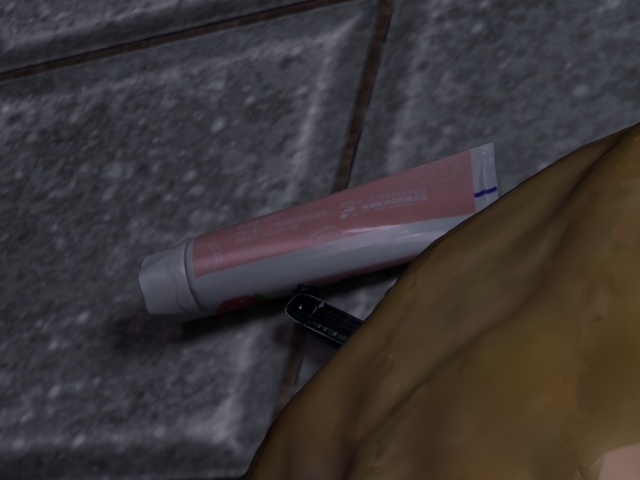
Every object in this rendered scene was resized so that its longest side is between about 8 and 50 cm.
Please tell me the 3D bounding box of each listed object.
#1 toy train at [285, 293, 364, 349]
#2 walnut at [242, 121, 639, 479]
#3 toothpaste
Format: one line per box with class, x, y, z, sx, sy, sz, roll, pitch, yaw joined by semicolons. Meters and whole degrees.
toy train;0.014;0.047;0.800;0.083;0.017;0.017;24;70;45
walnut;0.143;0.135;0.405;0.381;0.381;0.381;-20;46;22
toothpaste;0.000;0.000;0.837;0.194;0.043;0.067;-16;44;17
